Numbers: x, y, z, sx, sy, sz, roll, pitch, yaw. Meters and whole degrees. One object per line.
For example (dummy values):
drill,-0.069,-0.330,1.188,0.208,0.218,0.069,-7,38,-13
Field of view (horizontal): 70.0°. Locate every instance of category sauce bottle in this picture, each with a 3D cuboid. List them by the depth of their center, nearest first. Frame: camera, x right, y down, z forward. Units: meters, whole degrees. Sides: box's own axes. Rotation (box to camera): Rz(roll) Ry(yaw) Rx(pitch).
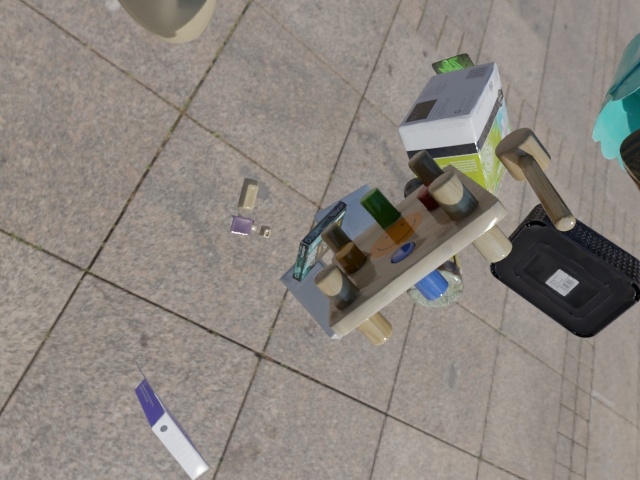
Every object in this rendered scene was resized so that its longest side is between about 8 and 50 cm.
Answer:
sauce bottle,0.224,-0.015,0.966,0.111,0.111,0.344,41,32,-23

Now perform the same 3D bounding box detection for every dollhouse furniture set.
dollhouse furniture set,-0.147,-0.074,0.967,0.091,0.081,0.114,10,101,-32

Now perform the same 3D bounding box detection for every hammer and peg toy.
hammer and peg toy,0.154,-0.033,0.630,0.127,0.361,0.266,48,15,-12

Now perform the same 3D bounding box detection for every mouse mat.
mouse mat,0.525,-0.617,1.727,0.190,0.153,0.007,42,63,-35

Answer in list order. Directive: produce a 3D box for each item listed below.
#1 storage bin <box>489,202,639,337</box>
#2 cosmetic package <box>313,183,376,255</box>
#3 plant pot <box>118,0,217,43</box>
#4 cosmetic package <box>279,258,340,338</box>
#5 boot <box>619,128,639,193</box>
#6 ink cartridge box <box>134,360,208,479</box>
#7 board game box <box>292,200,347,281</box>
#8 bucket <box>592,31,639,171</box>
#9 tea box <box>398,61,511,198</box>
storage bin,0.372,0.043,0.698,0.180,0.122,0.084,39,40,15
cosmetic package,0.106,-0.035,1.331,0.151,0.184,0.151,63,6,25
plant pot,-0.386,-0.632,1.179,0.284,0.191,0.284,-1,55,1
cosmetic package,0.011,0.155,1.308,0.238,0.127,0.107,48,6,18
boot,0.449,0.016,0.520,0.269,0.089,0.236,38,39,-37
ink cartridge box,-0.332,0.371,0.957,0.045,0.206,0.208,-34,110,-25
board game box,0.000,0.000,1.092,0.026,0.126,0.186,29,45,14
bucket,0.654,-0.253,0.809,0.281,0.281,0.183,33,70,-28
tea box,0.436,-0.312,1.419,0.329,0.220,0.323,-57,133,-36
